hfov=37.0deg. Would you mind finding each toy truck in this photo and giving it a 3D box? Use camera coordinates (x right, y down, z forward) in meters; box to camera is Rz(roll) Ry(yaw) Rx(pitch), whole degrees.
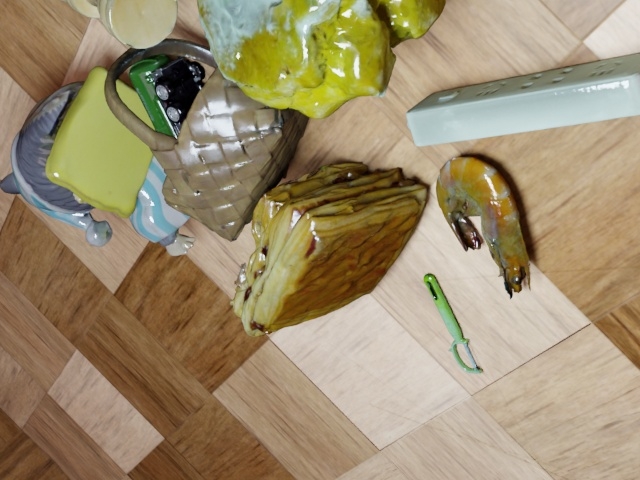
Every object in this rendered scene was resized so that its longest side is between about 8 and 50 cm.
[{"bbox_3d":[-0.250,-0.220,1.718,0.125,0.101,0.242,-8,115,42],"label":"toy truck"}]

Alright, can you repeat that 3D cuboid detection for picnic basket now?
[{"bbox_3d":[-0.188,-0.211,1.522,0.337,0.293,0.337,14,129,18],"label":"picnic basket"}]

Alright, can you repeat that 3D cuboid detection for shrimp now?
[{"bbox_3d":[0.258,-0.021,1.488,0.150,0.068,0.248,-7,113,57],"label":"shrimp"}]

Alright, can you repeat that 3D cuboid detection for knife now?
[{"bbox_3d":[0.224,0.147,1.683,0.054,0.015,0.212,-3,121,50],"label":"knife"}]

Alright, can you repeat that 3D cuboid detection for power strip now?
[{"bbox_3d":[0.274,-0.189,1.315,0.385,0.091,0.062,-4,118,42],"label":"power strip"}]

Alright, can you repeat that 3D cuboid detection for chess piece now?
[{"bbox_3d":[-0.378,-0.427,1.601,0.397,0.117,0.117,36,143,46],"label":"chess piece"}]

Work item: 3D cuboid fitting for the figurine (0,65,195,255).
[{"bbox_3d":[-0.438,-0.133,1.878,0.361,0.266,0.378,48,152,-25],"label":"figurine"}]

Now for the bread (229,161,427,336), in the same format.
[{"bbox_3d":[0.000,0.000,1.592,0.167,0.277,0.324,57,143,23],"label":"bread"}]

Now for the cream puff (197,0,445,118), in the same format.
[{"bbox_3d":[0.015,-0.351,1.268,0.378,0.275,0.378,19,117,44],"label":"cream puff"}]
